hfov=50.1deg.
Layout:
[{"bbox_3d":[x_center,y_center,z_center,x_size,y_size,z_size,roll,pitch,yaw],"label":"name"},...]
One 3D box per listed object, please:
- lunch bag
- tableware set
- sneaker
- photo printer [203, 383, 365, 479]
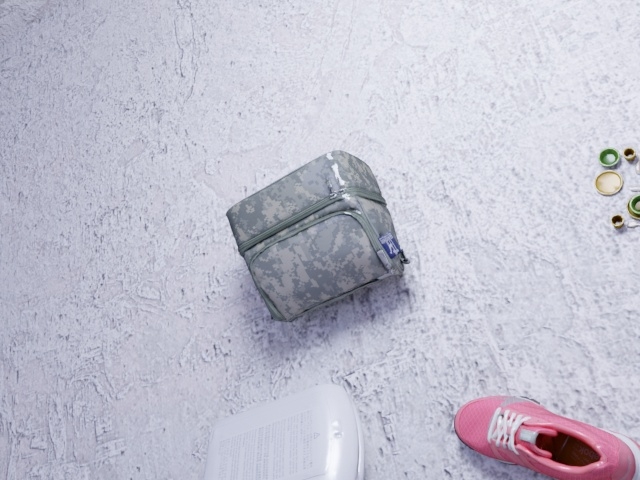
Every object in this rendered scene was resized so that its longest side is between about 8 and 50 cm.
[{"bbox_3d":[0.000,0.000,1.353,0.305,0.213,0.255,-26,76,19],"label":"lunch bag"},{"bbox_3d":[0.531,-0.094,1.193,0.104,0.024,0.154,0,71,30],"label":"tableware set"},{"bbox_3d":[0.331,0.298,1.060,0.314,0.136,0.115,5,72,45],"label":"sneaker"},{"bbox_3d":[-0.063,0.405,1.236,0.308,0.107,0.256,-24,38,19],"label":"photo printer"}]
